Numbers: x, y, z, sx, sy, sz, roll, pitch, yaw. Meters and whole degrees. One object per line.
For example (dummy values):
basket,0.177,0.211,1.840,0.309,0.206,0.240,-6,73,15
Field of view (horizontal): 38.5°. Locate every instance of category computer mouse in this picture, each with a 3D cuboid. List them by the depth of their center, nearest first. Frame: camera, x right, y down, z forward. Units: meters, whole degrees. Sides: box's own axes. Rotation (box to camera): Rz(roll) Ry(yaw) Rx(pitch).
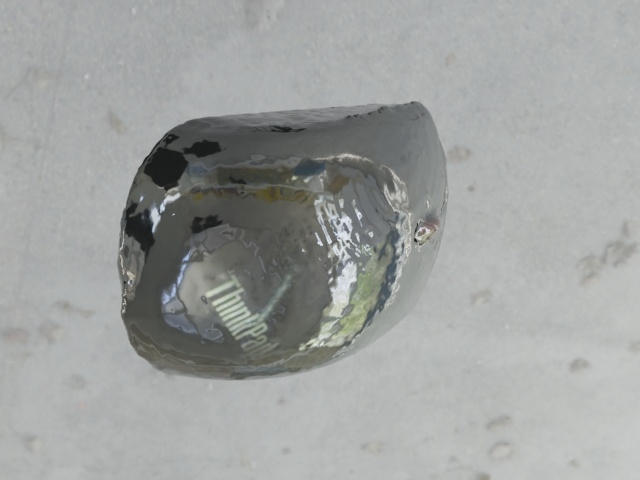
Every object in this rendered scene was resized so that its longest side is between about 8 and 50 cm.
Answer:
computer mouse,0.000,0.000,0.598,0.269,0.100,0.170,-17,120,-46
